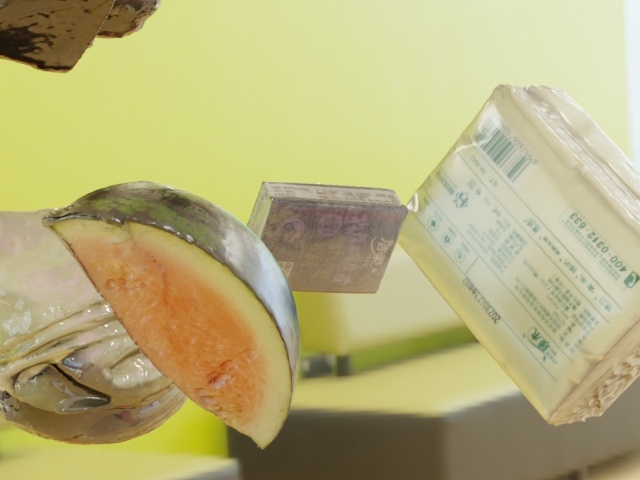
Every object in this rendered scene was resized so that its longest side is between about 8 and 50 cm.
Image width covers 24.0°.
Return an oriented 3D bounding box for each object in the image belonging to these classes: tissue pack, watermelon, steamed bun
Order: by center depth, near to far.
[{"bbox_3d":[-0.088,0.045,1.082,0.119,0.245,0.063,-34,24,18],"label":"watermelon"},{"bbox_3d":[0.000,0.000,1.520,0.156,0.112,0.051,4,33,-26],"label":"tissue pack"},{"bbox_3d":[-0.265,0.115,1.682,0.320,0.206,0.275,21,-52,-36],"label":"steamed bun"},{"bbox_3d":[0.310,0.017,2.006,0.207,0.297,0.380,1,45,-51],"label":"tissue pack"}]

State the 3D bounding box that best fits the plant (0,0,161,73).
[{"bbox_3d":[-0.269,-0.253,1.445,0.256,0.142,0.164,-8,-30,-45],"label":"plant"}]
